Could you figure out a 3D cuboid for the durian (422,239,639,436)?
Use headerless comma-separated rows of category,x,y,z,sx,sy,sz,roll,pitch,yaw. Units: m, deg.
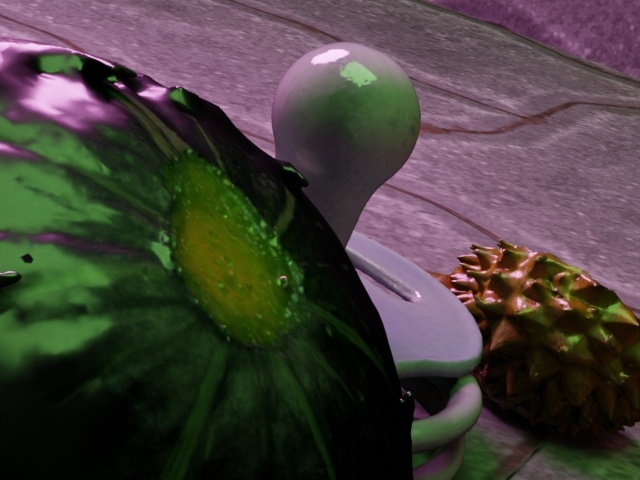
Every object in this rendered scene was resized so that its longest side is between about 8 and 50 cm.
durian,0.120,0.065,1.119,0.224,0.140,0.078,18,60,36

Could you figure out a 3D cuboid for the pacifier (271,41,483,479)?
pacifier,0.000,0.000,0.978,0.244,0.233,0.299,28,23,27

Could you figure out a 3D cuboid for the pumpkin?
pumpkin,-0.112,0.088,0.657,0.295,0.296,0.296,14,17,-4
